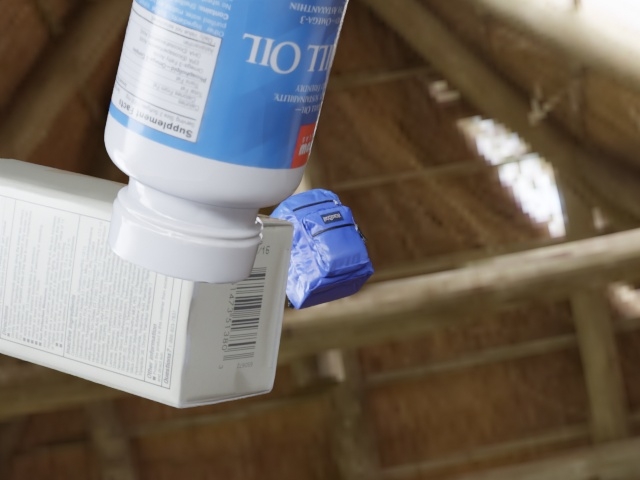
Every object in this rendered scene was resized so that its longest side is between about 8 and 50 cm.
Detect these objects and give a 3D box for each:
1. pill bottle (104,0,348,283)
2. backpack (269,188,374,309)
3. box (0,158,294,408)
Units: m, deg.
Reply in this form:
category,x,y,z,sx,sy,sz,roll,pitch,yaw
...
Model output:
category,x,y,z,sx,sy,sz,roll,pitch,yaw
pill bottle,-0.058,-0.093,1.135,0.124,0.221,0.124,13,16,-4
backpack,0.000,0.000,2.171,0.098,0.120,0.101,-11,-25,-34
box,-0.186,0.026,1.533,0.311,0.148,0.121,15,11,34
